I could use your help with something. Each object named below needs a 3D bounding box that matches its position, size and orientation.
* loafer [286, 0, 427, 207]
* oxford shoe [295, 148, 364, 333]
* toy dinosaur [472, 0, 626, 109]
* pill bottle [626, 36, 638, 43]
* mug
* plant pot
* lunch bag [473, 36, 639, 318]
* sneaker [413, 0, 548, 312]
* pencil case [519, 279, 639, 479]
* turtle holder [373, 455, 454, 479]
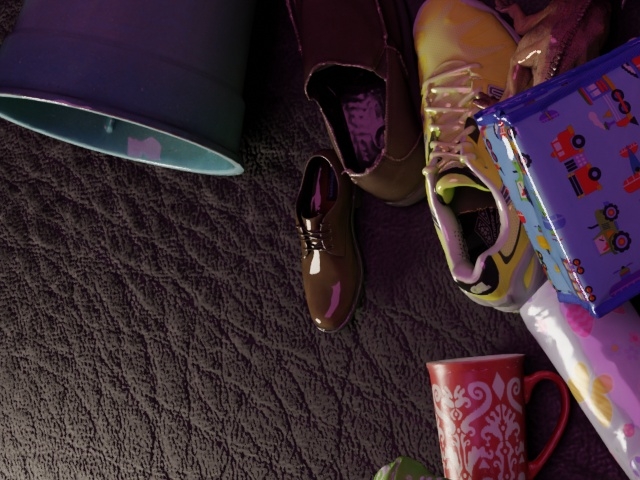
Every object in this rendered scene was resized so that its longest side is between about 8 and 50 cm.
[{"bbox_3d":[0.041,-0.220,1.733,0.134,0.130,0.366,-29,73,24],"label":"loafer"},{"bbox_3d":[0.000,0.000,1.761,0.083,0.096,0.227,-4,86,27],"label":"oxford shoe"},{"bbox_3d":[0.273,-0.230,1.554,0.200,0.127,0.296,-48,18,53],"label":"toy dinosaur"},{"bbox_3d":[0.336,-0.104,1.565,0.117,0.117,0.208,35,103,27],"label":"pill bottle"},{"bbox_3d":[0.199,0.216,1.624,0.150,0.113,0.169,-6,86,31],"label":"mug"},{"bbox_3d":[-0.222,-0.287,1.792,0.341,0.341,0.334,10,84,30],"label":"plant pot"},{"bbox_3d":[0.341,-0.091,1.453,0.293,0.138,0.221,-26,98,-4],"label":"lunch bag"},{"bbox_3d":[0.182,-0.111,1.637,0.145,0.147,0.385,-21,75,28],"label":"sneaker"},{"bbox_3d":[0.330,0.148,1.552,0.273,0.124,0.113,60,142,21],"label":"pencil case"},{"bbox_3d":[0.146,0.413,1.539,0.227,0.320,0.243,-7,44,47],"label":"turtle holder"}]
